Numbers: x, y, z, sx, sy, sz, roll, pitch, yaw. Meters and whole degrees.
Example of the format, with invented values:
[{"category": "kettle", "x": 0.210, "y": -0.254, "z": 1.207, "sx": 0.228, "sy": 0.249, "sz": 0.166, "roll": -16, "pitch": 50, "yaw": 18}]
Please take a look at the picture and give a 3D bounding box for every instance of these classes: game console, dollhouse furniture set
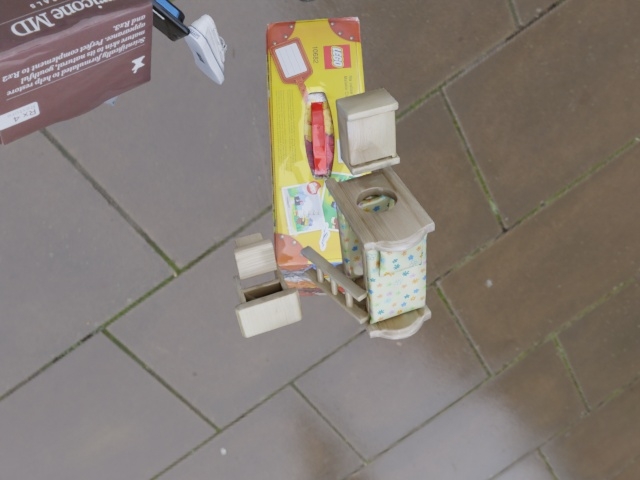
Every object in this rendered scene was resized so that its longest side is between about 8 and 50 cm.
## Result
[{"category": "game console", "x": -0.272, "y": -0.402, "z": 1.028, "sx": 0.122, "sy": 0.107, "sz": 0.071, "roll": 34, "pitch": 76, "yaw": -33}, {"category": "dollhouse furniture set", "x": 0.000, "y": 0.000, "z": 0.488, "sx": 0.161, "sy": 0.101, "sz": 0.181, "roll": -17, "pitch": 132, "yaw": -10}]

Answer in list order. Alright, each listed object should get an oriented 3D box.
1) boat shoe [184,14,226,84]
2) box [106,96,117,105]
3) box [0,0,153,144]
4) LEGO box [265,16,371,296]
[{"category": "boat shoe", "x": -0.285, "y": -0.500, "z": 1.622, "sx": 0.095, "sy": 0.258, "sz": 0.084, "roll": 39, "pitch": 82, "yaw": 5}, {"category": "box", "x": -0.519, "y": -0.406, "z": 1.284, "sx": 0.231, "sy": 0.056, "sz": 0.183, "roll": 13, "pitch": 119, "yaw": -37}, {"category": "box", "x": -0.373, "y": -0.312, "z": 0.672, "sx": 0.191, "sy": 0.381, "sz": 0.143, "roll": -35, "pitch": 171, "yaw": -28}, {"category": "LEGO box", "x": 0.005, "y": -0.153, "z": 1.326, "sx": 0.193, "sy": 0.499, "sz": 0.372, "roll": -4, "pitch": 166, "yaw": 2}]
